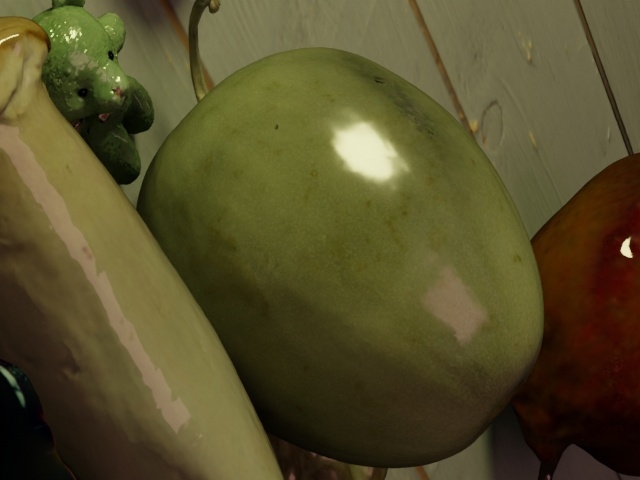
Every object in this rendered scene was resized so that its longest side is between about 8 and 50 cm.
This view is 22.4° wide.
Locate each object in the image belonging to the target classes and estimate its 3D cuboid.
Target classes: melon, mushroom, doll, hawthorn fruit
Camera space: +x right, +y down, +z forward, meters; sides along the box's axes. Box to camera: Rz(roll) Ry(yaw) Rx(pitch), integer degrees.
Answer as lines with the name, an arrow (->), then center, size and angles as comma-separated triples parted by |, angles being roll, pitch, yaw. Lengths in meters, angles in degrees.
melon -> 0.009, 0.011, 1.096 | 0.272, 0.308, 0.272 | -19, 135, -20
mushroom -> -0.137, 0.060, 0.963 | 0.137, 0.154, 0.407 | -28, 112, -6
doll -> -0.145, -0.096, 1.054 | 0.115, 0.077, 0.150 | -67, 153, -14
hawthorn fruit -> 0.321, 0.075, 1.593 | 0.308, 0.325, 0.308 | 164, -90, -85

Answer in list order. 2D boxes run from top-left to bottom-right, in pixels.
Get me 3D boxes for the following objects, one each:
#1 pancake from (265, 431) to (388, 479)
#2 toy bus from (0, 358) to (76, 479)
pancake -> -0.019, 0.133, 1.269 | 0.236, 0.042, 0.222 | 42, 57, -46
toy bus -> -0.147, 0.173, 0.808 | 0.409, 0.092, 0.093 | 55, 31, 10
